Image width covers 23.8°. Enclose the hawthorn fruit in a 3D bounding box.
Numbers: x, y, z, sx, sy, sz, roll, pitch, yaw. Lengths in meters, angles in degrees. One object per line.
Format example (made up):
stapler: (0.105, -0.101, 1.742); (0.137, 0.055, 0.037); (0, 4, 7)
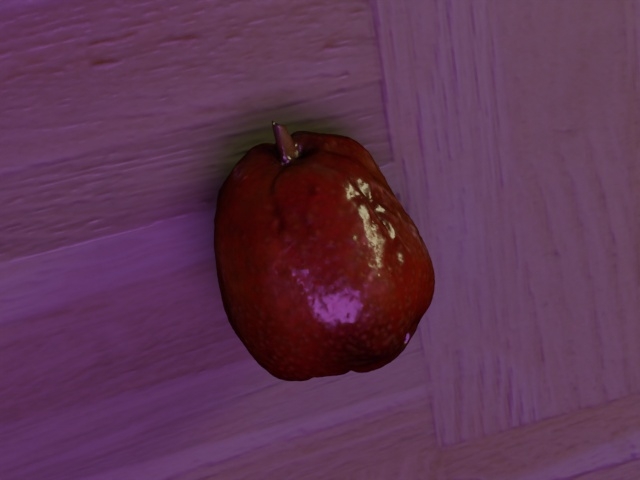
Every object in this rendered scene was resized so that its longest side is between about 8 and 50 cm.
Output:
hawthorn fruit: (0.003, 0.012, 1.105); (0.173, 0.173, 0.179); (-2, 83, -13)
